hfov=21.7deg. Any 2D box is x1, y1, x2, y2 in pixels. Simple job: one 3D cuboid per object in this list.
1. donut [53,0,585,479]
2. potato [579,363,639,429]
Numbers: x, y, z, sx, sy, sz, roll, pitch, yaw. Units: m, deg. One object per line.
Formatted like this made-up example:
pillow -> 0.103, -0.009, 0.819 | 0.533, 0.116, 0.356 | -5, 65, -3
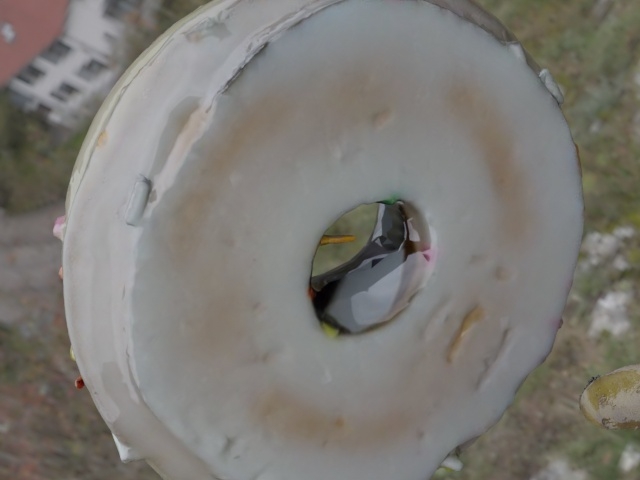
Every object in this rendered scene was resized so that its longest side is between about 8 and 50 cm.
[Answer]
donut -> 0.000, 0.000, 1.109 | 0.382, 0.382, 0.142 | -63, 31, 1
potato -> 0.226, 0.110, 1.166 | 0.093, 0.037, 0.036 | -11, 33, 12
